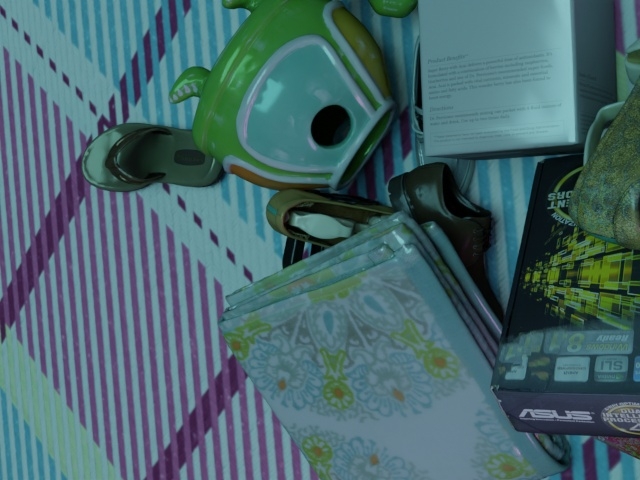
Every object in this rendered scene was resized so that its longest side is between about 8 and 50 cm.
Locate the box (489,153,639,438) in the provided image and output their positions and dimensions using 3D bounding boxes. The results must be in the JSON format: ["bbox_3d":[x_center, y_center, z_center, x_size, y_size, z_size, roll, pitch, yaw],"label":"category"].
[{"bbox_3d":[0.386,0.036,0.833,0.394,0.097,0.318,-4,49,32],"label":"box"}]

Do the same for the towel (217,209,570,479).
[{"bbox_3d":[0.083,0.171,1.076,0.320,0.090,0.374,-24,104,34],"label":"towel"}]

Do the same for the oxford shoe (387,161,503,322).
[{"bbox_3d":[0.172,0.011,1.055,0.096,0.083,0.227,-24,98,32],"label":"oxford shoe"}]

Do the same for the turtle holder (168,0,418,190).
[{"bbox_3d":[-0.011,-0.207,1.118,0.227,0.243,0.320,36,74,10],"label":"turtle holder"}]

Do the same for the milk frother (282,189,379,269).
[{"bbox_3d":[0.000,0.000,1.188,0.143,0.129,0.135,-145,63,-72],"label":"milk frother"}]

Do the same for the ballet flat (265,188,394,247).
[{"bbox_3d":[0.046,-0.008,1.084,0.232,0.073,0.080,10,100,-13],"label":"ballet flat"}]

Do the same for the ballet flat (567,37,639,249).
[{"bbox_3d":[0.345,-0.145,0.876,0.123,0.123,0.349,19,68,30],"label":"ballet flat"}]

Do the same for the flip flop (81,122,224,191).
[{"bbox_3d":[-0.271,-0.127,1.348,0.277,0.080,0.112,6,96,32],"label":"flip flop"}]

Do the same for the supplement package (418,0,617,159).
[{"bbox_3d":[0.224,-0.243,0.976,0.177,0.175,0.293,-1,93,33],"label":"supplement package"}]

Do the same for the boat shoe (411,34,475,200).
[{"bbox_3d":[0.143,-0.157,1.086,0.079,0.081,0.228,2,94,32],"label":"boat shoe"}]

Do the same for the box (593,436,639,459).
[{"bbox_3d":[0.419,0.182,0.879,0.256,0.128,0.123,23,63,29],"label":"box"}]
